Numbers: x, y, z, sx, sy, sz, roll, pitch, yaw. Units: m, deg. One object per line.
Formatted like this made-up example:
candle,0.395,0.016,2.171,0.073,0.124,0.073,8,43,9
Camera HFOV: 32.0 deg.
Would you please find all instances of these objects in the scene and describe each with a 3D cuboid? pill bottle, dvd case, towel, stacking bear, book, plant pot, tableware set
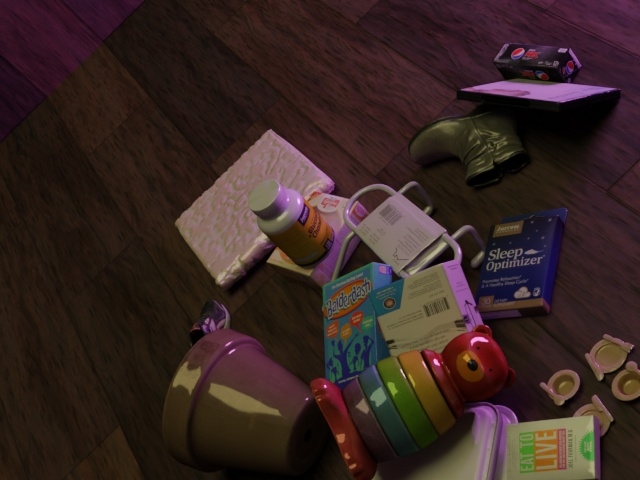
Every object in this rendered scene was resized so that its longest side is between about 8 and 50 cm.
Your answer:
pill bottle,-0.058,-0.035,2.158,0.103,0.184,0.103,-23,45,24
dvd case,0.408,-0.276,2.105,0.180,0.022,0.253,-15,21,-37
towel,-0.155,-0.073,2.502,0.332,0.053,0.317,-44,37,0
stacking bear,0.156,0.239,1.740,0.289,0.164,0.175,-28,73,3
book,0.352,0.321,1.688,0.144,0.035,0.096,-14,58,35
plant pot,-0.113,0.308,1.982,0.229,0.263,0.263,14,65,29
tableware set,0.427,0.226,1.721,0.169,0.020,0.141,-42,38,4

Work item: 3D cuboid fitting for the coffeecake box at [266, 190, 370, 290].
coffeecake box,0.000,0.000,2.279,0.142,0.068,0.185,15,66,49

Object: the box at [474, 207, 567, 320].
box,0.350,0.033,1.957,0.136,0.036,0.225,-10,48,37

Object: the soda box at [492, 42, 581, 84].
soda box,0.428,-0.350,2.216,0.169,0.060,0.053,18,70,48

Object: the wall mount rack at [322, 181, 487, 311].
wall mount rack,0.134,0.052,2.073,0.304,0.130,0.350,-42,38,-2

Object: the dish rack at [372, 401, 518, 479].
dish rack,0.157,0.400,1.770,0.285,0.072,0.333,-11,48,37

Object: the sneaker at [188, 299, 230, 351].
sneaker,-0.236,0.188,2.316,0.072,0.077,0.178,-27,41,20

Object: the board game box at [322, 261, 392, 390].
board game box,0.068,0.162,1.994,0.160,0.047,0.210,-29,56,51

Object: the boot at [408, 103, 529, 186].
boot,0.281,-0.170,2.173,0.246,0.083,0.161,-23,48,27

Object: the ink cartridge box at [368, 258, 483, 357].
ink cartridge box,0.190,0.152,1.867,0.148,0.086,0.203,-23,84,27
